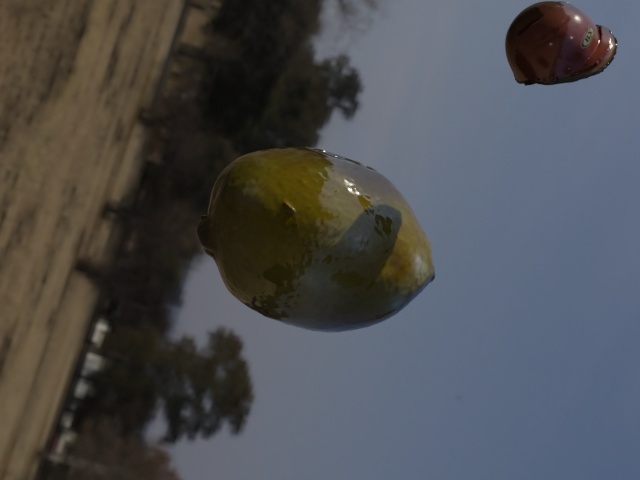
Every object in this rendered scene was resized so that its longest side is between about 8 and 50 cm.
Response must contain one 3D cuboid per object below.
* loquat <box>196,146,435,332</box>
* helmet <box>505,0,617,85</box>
[{"bbox_3d":[0.000,0.000,1.107,0.152,0.195,0.152,-171,-90,-78],"label":"loquat"},{"bbox_3d":[0.169,-0.149,1.027,0.084,0.049,0.065,-2,-133,38],"label":"helmet"}]
